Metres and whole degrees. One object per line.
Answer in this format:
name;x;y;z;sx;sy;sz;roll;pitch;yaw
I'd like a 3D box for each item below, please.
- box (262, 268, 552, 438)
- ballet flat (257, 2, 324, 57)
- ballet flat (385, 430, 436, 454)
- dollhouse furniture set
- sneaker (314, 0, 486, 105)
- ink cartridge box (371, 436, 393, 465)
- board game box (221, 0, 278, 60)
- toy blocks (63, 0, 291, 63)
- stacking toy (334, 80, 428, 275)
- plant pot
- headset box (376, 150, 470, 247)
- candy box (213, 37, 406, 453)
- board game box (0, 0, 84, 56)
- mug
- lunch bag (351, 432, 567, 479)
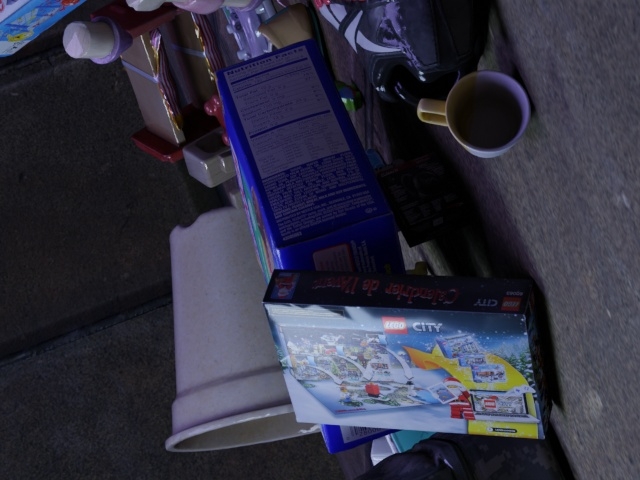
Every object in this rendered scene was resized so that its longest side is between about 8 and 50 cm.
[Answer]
box;0.078;0.099;1.639;0.044;0.233;0.159;-70;-24;-44
ballet flat;-0.016;-0.161;2.162;0.080;0.073;0.232;-126;16;-65
ballet flat;0.166;0.314;2.064;0.139;0.139;0.400;114;139;-80
dollhouse furniture set;-0.119;-0.186;2.337;0.374;0.152;0.201;30;144;50
sneaker;0.062;-0.168;1.463;0.276;0.097;0.135;-168;60;-80
ink cartridge box;0.129;0.260;2.317;0.261;0.066;0.296;-81;-18;-44
board game box;-0.106;-0.283;2.581;0.390;0.050;0.390;96;152;-74
toy blocks;-0.184;-0.367;2.148;0.260;0.309;0.289;-8;-116;-55
stacking toy;0.057;-0.053;2.018;0.221;0.052;0.167;-118;10;-48
plant pot;-0.080;0.114;2.624;0.334;0.333;0.306;104;155;-78
headset box;0.093;-0.041;1.735;0.032;0.062;0.083;78;167;-50
candy box;0.000;0.000;1.840;0.317;0.122;0.268;-110;5;-52
board game box;-0.322;-0.403;2.029;0.086;0.302;0.308;-7;-108;-55
mug;0.119;-0.094;1.396;0.078;0.062;0.064;40;177;10
lunch bag;0.130;0.339;1.777;0.212;0.256;0.305;163;85;-83
